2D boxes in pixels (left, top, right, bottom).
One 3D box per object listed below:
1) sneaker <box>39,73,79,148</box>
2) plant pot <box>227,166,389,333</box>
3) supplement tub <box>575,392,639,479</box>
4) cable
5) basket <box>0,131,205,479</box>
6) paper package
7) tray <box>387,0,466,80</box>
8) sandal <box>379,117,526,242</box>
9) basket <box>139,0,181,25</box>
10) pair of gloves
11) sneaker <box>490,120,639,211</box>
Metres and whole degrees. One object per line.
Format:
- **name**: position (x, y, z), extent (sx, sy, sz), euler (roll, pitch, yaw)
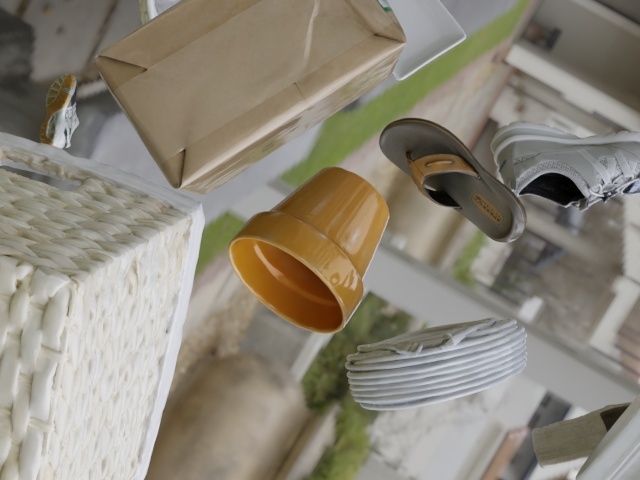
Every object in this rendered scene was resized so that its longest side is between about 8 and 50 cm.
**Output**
- **sneaker**: position (-0.276, -0.139, 1.501), extent (0.037, 0.032, 0.083), euler (7, 104, -55)
- **plant pot**: position (0.000, 0.000, 2.041), extent (0.188, 0.205, 0.205), euler (-53, 171, -27)
- **supplement tub**: position (0.433, 0.282, 1.497), extent (0.191, 0.272, 0.191), euler (-48, 169, -13)
- **cable**: position (0.164, 0.168, 1.936), extent (0.257, 0.089, 0.257), euler (-11, 178, -37)
- **basket**: position (-0.326, 0.093, 1.294), extent (0.266, 0.328, 0.331), euler (-42, 149, -66)
- **paper package**: position (-0.070, -0.198, 1.583), extent (0.309, 0.168, 0.325), euler (-33, 180, 1)
- **tray**: position (0.098, -0.388, 2.249), extent (0.145, 0.270, 0.030), euler (-34, 167, -16)
- **sandal**: position (0.156, -0.071, 1.723), extent (0.060, 0.219, 0.090), euler (-33, 161, -43)
- **basket**: position (-0.232, -0.356, 2.281), extent (0.103, 0.113, 0.167), euler (-177, -102, -74)
- **pair of gloves**: position (0.394, 0.297, 1.779), extent (0.240, 0.204, 0.042), euler (-108, 180, -54)
- **sneaker**: position (0.372, -0.082, 1.914), extent (0.105, 0.281, 0.115), euler (104, -11, -56)
